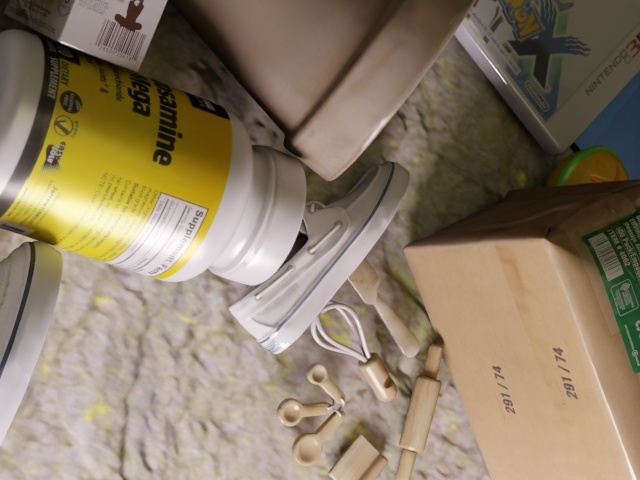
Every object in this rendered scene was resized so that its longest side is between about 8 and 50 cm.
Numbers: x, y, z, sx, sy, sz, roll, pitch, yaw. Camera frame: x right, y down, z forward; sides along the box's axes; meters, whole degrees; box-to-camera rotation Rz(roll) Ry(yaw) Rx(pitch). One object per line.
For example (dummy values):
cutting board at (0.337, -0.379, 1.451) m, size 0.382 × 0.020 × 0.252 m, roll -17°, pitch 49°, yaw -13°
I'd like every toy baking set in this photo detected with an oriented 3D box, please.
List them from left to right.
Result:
toy baking set at (0.054, 0.157, 2.000) m, size 0.197 × 0.030 × 0.256 m, roll 22°, pitch 84°, yaw -34°

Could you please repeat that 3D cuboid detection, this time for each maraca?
maraca at (0.310, -0.024, 2.125) m, size 0.127 × 0.099 × 0.186 m, roll -19°, pitch 123°, yaw -31°

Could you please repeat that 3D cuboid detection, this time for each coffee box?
coffee box at (-0.196, -0.303, 1.746) m, size 0.098 × 0.141 × 0.246 m, roll 19°, pitch 96°, yaw -37°

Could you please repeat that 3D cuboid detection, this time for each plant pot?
plant pot at (-0.009, -0.270, 1.855) m, size 0.280 × 0.323 × 0.323 m, roll 36°, pitch 72°, yaw -8°

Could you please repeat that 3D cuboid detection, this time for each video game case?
video game case at (0.271, -0.317, 2.129) m, size 0.300 × 0.036 × 0.329 m, roll -46°, pitch 106°, yaw -21°

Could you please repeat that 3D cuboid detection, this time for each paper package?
paper package at (0.278, 0.114, 1.982) m, size 0.168 × 0.309 × 0.325 m, roll -26°, pitch 100°, yaw -27°

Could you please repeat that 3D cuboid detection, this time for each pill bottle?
pill bottle at (-0.190, -0.069, 1.796) m, size 0.334 × 0.188 × 0.188 m, roll 19°, pitch 80°, yaw -28°

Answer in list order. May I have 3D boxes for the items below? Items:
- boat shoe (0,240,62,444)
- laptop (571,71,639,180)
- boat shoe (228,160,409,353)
boat shoe at (-0.380, 0.150, 1.720) m, size 0.156 × 0.136 × 0.367 m, roll 26°, pitch 93°, yaw -19°
laptop at (0.466, -0.124, 2.185) m, size 0.234 × 0.264 × 0.136 m, roll -50°, pitch 148°, yaw -19°
boat shoe at (0.000, 0.000, 1.952) m, size 0.084 × 0.095 × 0.258 m, roll 42°, pitch 66°, yaw -12°
